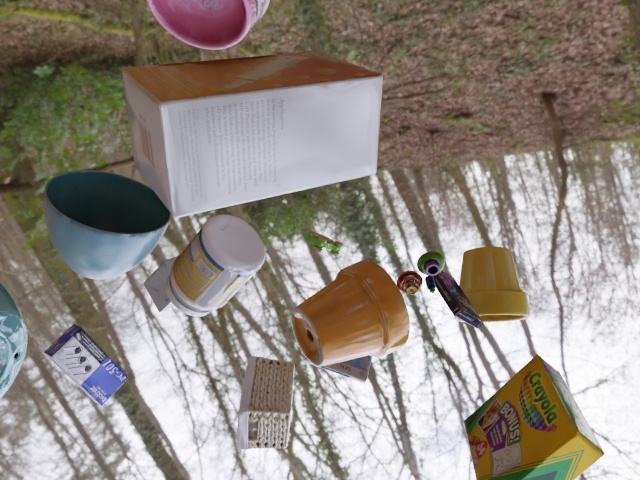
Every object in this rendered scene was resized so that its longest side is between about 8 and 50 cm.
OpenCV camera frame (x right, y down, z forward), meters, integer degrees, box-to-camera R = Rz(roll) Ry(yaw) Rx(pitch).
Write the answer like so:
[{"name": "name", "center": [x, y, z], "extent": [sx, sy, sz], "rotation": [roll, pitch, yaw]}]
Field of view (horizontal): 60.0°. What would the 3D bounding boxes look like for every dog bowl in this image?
[{"name": "dog bowl", "center": [-0.369, -0.787, 1.757], "extent": [0.408, 0.408, 0.150], "rotation": [-13, -128, 36]}]

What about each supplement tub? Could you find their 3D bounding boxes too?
[{"name": "supplement tub", "center": [-0.225, 0.056, 1.166], "extent": [0.199, 0.144, 0.144], "rotation": [-44, -173, 31]}]

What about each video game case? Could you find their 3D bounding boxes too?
[{"name": "video game case", "center": [0.070, 0.305, 1.687], "extent": [0.023, 0.193, 0.212], "rotation": [111, -1, -52]}]

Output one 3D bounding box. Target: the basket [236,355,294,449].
[{"name": "basket", "center": [-0.110, 0.334, 1.143], "extent": [0.103, 0.113, 0.167], "rotation": [6, -152, -1]}]

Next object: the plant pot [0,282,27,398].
[{"name": "plant pot", "center": [-0.566, 0.137, 0.768], "extent": [0.235, 0.293, 0.293], "rotation": [21, -146, 11]}]

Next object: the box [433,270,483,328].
[{"name": "box", "center": [0.338, 0.140, 1.404], "extent": [0.029, 0.116, 0.162], "rotation": [-43, -136, 20]}]

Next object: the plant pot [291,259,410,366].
[{"name": "plant pot", "center": [0.050, 0.167, 1.158], "extent": [0.188, 0.205, 0.205], "rotation": [-21, -166, -26]}]

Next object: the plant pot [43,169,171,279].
[{"name": "plant pot", "center": [-0.541, -0.019, 1.379], "extent": [0.290, 0.290, 0.195], "rotation": [-69, -177, -64]}]

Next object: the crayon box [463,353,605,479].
[{"name": "crayon box", "center": [0.548, 0.522, 1.489], "extent": [0.313, 0.106, 0.363], "rotation": [-51, -174, 18]}]

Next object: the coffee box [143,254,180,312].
[{"name": "coffee box", "center": [-0.342, 0.092, 1.543], "extent": [0.141, 0.098, 0.246], "rotation": [-37, 170, 40]}]

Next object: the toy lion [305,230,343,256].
[{"name": "toy lion", "center": [0.000, 0.000, 1.316], "extent": [0.096, 0.100, 0.034], "rotation": [33, -78, 40]}]

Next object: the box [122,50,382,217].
[{"name": "box", "center": [-0.105, -0.185, 0.879], "extent": [0.345, 0.168, 0.215], "rotation": [-15, -147, -27]}]

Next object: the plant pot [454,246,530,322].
[{"name": "plant pot", "center": [0.586, 0.155, 1.930], "extent": [0.254, 0.239, 0.254], "rotation": [-1, 165, 0]}]

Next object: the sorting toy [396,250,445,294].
[{"name": "sorting toy", "center": [0.188, 0.069, 1.010], "extent": [0.102, 0.061, 0.042], "rotation": [-42, -156, 22]}]

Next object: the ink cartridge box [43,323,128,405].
[{"name": "ink cartridge box", "center": [-0.588, 0.316, 1.404], "extent": [0.046, 0.207, 0.097], "rotation": [10, -132, 41]}]
